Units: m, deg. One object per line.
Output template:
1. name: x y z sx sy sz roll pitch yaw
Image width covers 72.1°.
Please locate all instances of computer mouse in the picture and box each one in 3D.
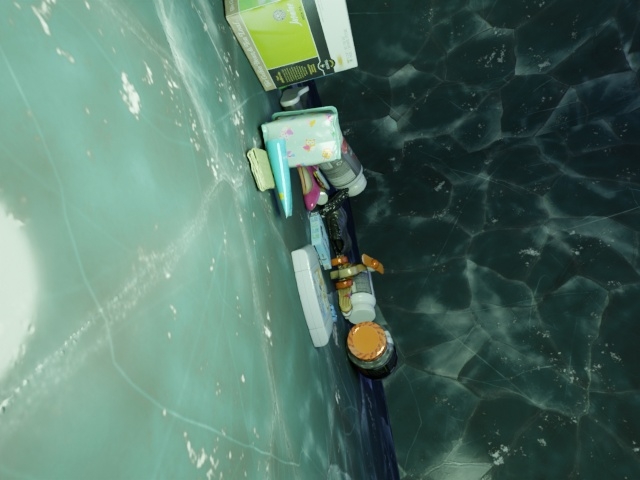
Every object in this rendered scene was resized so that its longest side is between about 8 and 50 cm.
1. computer mouse: 0.064 -0.171 2.077 0.072 0.188 0.272 48 3 -8

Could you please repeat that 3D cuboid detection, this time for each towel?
1. towel: -0.150 -0.182 1.127 0.148 0.027 0.110 -58 134 -77

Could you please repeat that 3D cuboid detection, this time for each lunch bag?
1. lunch bag: -0.047 -0.316 1.339 0.262 0.223 0.160 -80 163 -70

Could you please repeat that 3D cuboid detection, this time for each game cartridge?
1. game cartridge: -0.021 0.165 1.358 0.198 0.062 0.297 -51 128 -84

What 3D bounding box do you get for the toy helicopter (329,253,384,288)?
1. toy helicopter: 0.151 0.129 1.903 0.355 0.235 0.140 7 71 -81

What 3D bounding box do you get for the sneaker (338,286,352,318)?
1. sneaker: 0.117 0.282 2.050 0.185 0.069 0.084 -79 164 -56

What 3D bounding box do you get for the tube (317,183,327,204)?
1. tube: 0.003 -0.225 2.108 0.062 0.070 0.240 29 16 -8

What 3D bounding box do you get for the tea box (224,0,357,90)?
1. tea box: -0.081 -0.667 1.313 0.329 0.323 0.220 56 23 -69

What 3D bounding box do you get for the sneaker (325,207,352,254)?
1. sneaker: 0.085 -0.059 2.234 0.286 0.109 0.130 70 23 -11

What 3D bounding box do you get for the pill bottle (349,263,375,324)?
1. pill bottle: 0.190 0.268 2.193 0.278 0.162 0.162 -94 167 -45

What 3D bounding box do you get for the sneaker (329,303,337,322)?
1. sneaker: 0.029 0.259 1.535 0.144 0.053 0.059 -102 179 -87

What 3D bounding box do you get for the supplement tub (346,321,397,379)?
1. supplement tub: 0.231 0.492 1.964 0.338 0.207 0.207 64 15 -58

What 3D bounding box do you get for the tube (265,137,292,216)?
1. tube: -0.101 -0.166 1.174 0.080 0.052 0.207 -40 121 -75

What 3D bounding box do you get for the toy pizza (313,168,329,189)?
1. toy pizza: -0.020 -0.316 2.043 0.201 0.032 0.201 57 7 -11

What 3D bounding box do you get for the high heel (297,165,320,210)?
1. high heel: -0.062 -0.238 1.714 0.117 0.082 0.244 25 60 -38

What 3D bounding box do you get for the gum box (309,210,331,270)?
1. gum box: 0.000 0.000 1.770 0.157 0.041 0.184 68 12 -45

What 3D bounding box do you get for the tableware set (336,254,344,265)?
1. tableware set: 0.113 0.071 2.400 0.194 0.039 0.128 -72 148 -74

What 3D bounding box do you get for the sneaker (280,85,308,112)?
1. sneaker: -0.094 -0.542 1.814 0.296 0.104 0.147 -78 156 -57

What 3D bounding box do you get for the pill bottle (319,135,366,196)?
1. pill bottle: 0.093 -0.357 2.092 0.318 0.176 0.176 48 26 -41
